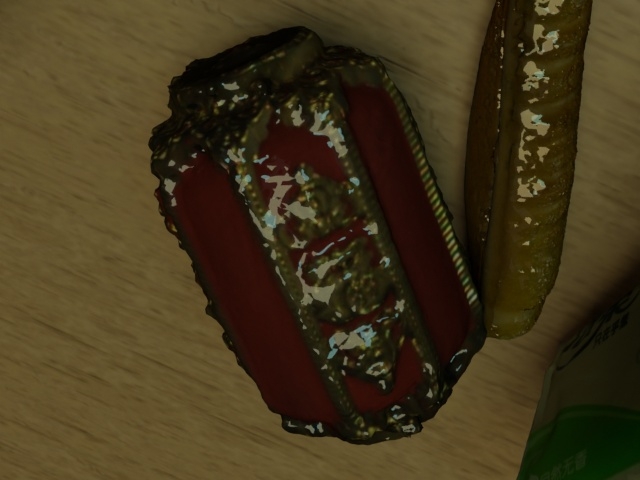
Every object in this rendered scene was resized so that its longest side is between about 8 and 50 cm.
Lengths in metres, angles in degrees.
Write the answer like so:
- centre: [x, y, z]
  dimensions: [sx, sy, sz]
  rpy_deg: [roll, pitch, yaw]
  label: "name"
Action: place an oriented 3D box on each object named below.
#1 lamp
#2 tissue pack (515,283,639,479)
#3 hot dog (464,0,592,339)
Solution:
- centre: [0.000, 0.000, 0.592]
  dimensions: [0.177, 0.177, 0.274]
  rpy_deg: [-18, 110, 19]
  label: "lamp"
- centre: [0.358, 0.099, 0.491]
  dimensions: [0.332, 0.205, 0.405]
  rpy_deg: [29, 142, -4]
  label: "tissue pack"
- centre: [0.137, -0.065, 0.589]
  dimensions: [0.068, 0.083, 0.289]
  rpy_deg: [-2, 118, -10]
  label: "hot dog"
